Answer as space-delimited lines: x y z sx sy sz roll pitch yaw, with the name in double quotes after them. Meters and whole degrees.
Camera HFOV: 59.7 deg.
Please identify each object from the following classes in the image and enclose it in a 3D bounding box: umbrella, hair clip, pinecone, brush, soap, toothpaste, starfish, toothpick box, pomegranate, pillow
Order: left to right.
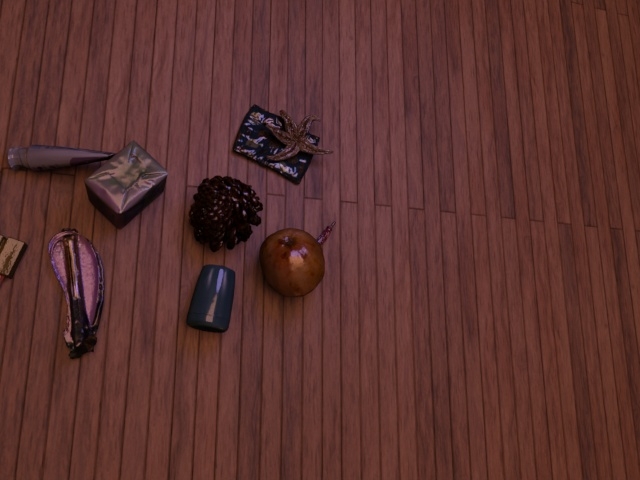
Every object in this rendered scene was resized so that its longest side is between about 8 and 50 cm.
-0.870 0.097 1.460 0.103 0.047 0.233 21 72 -15 "brush"
-0.696 -0.230 1.536 0.299 0.114 0.073 -2 97 1 "toothpaste"
-0.657 0.135 1.519 0.110 0.095 0.359 -17 71 14 "hair clip"
-0.538 -0.150 1.548 0.138 0.199 0.182 44 69 -7 "soap"
-0.306 0.163 1.594 0.120 0.120 0.184 15 70 -15 "toothpick box"
-0.265 -0.083 1.622 0.221 0.221 0.221 4 76 -17 "pinecone"
-0.142 -0.315 1.805 0.255 0.034 0.189 26 71 -11 "pillow"
-0.086 0.065 1.647 0.207 0.207 0.207 4 76 -17 "pomegranate"
-0.075 -0.322 1.789 0.238 0.057 0.213 31 75 -7 "starfish"
0.000 0.000 1.785 0.027 0.025 0.165 47 68 -27 "umbrella"
